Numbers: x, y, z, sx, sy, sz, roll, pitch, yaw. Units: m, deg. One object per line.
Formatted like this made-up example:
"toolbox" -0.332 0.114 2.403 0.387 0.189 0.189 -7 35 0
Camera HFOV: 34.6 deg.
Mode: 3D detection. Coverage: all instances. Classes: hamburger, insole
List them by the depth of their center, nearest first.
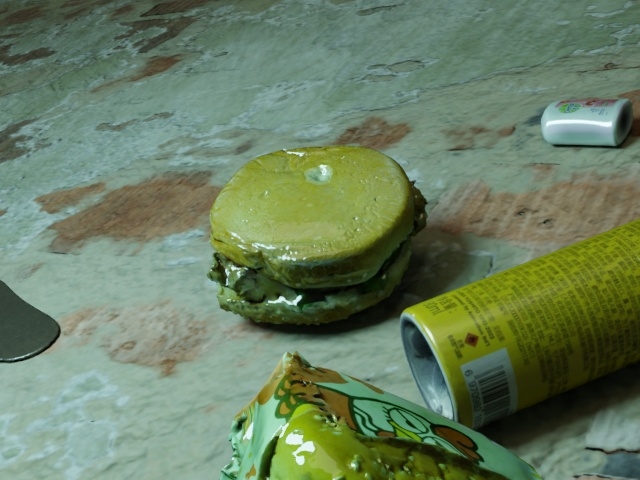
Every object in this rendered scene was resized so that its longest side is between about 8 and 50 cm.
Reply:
"hamburger" 0.043 0.167 0.571 0.214 0.125 0.235 20 14 -4
"hamburger" 0.000 0.000 0.984 0.215 0.122 0.189 -9 33 3
"insole" -0.391 0.078 1.152 0.111 0.007 0.328 -35 33 -33

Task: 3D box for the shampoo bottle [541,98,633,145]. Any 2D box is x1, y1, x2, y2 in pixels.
"shampoo bottle" 0.300 -0.136 1.177 0.099 0.043 0.072 5 33 33

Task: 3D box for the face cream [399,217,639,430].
"face cream" 0.239 0.041 0.800 0.348 0.105 0.105 -21 27 -11
